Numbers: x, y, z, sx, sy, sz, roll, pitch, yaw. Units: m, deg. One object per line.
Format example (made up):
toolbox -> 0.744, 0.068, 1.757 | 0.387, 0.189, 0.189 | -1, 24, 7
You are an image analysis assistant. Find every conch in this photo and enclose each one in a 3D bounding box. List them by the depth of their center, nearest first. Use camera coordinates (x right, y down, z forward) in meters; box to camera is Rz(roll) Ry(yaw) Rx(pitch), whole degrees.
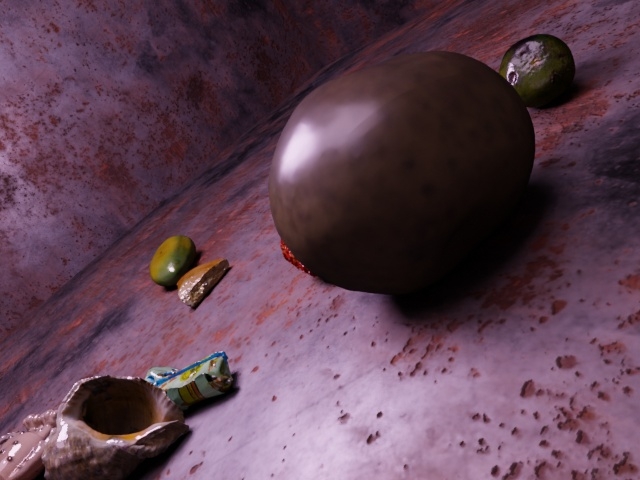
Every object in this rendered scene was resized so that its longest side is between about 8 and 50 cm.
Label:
conch -> -0.293, 0.267, 0.701 | 0.207, 0.155, 0.130 | -16, 4, 3

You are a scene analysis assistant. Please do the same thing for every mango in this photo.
mango -> -0.416, 0.061, 1.388 | 0.137, 0.091, 0.237 | -39, 20, 12

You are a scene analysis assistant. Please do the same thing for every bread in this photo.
bread -> -0.273, 0.086, 1.167 | 0.136, 0.054, 0.154 | -37, 23, -8

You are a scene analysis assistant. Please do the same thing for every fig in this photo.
fig -> 0.379, -0.288, 0.880 | 0.123, 0.123, 0.156 | -28, -16, 22

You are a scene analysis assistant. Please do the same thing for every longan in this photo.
longan -> 0.103, -0.086, 0.645 | 0.350, 0.288, 0.288 | -29, 21, -4

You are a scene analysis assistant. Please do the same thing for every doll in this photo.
doll -> -0.543, 0.404, 0.838 | 0.154, 0.119, 0.278 | -21, 22, 8

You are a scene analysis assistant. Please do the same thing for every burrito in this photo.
burrito -> -0.247, 0.237, 0.802 | 0.288, 0.054, 0.104 | -28, 22, 22

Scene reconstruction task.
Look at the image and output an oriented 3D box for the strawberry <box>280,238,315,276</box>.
strawberry -> 0.004, -0.001, 0.840 | 0.131, 0.131, 0.148 | -44, 52, -17
